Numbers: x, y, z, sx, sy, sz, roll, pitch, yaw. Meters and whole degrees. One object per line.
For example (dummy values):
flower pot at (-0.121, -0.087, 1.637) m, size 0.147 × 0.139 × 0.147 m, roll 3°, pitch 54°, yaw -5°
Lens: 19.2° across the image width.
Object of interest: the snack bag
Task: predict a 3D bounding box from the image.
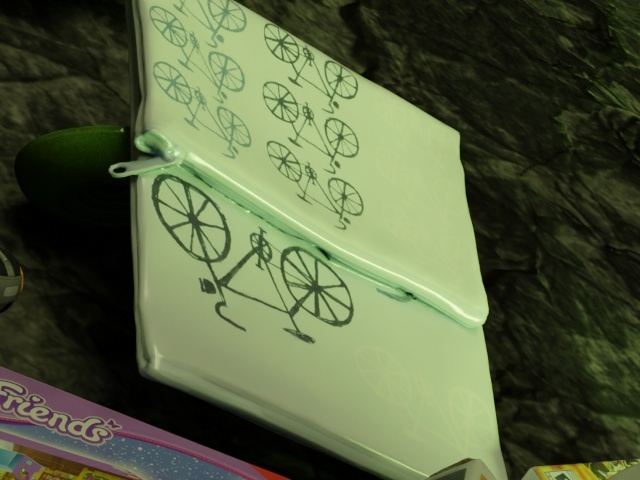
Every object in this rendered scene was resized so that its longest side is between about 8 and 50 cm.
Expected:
snack bag at (0.000, 0.000, 1.215) m, size 0.323 × 0.037 × 0.343 m, roll 29°, pitch 41°, yaw -35°

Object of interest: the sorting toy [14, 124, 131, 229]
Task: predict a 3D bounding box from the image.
sorting toy at (-0.156, 0.000, 1.202) m, size 0.365 × 0.127 × 0.126 m, roll 13°, pitch 65°, yaw -30°

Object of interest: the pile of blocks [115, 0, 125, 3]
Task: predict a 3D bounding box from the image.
pile of blocks at (-0.152, -0.257, 1.556) m, size 0.112 × 0.149 × 0.362 m, roll -3°, pitch 2°, yaw 34°

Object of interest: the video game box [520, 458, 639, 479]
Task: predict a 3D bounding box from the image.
video game box at (0.244, 0.229, 1.224) m, size 0.187 × 0.048 × 0.205 m, roll 3°, pitch 41°, yaw -40°

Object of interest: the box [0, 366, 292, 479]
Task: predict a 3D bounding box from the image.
box at (-0.121, 0.168, 0.958) m, size 0.293 × 0.057 × 0.201 m, roll 21°, pitch 32°, yaw 6°

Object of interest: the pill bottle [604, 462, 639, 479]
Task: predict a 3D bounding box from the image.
pill bottle at (0.249, 0.246, 1.014) m, size 0.283 × 0.160 × 0.160 m, roll 40°, pitch 26°, yaw -28°

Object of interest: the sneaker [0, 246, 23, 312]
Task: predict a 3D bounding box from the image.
sneaker at (-0.263, 0.007, 1.070) m, size 0.215 × 0.084 × 0.083 m, roll 20°, pitch 8°, yaw 28°

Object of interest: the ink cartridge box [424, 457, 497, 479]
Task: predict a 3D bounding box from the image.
ink cartridge box at (0.114, 0.252, 1.008) m, size 0.206 × 0.045 × 0.208 m, roll 53°, pitch 25°, yaw -16°
